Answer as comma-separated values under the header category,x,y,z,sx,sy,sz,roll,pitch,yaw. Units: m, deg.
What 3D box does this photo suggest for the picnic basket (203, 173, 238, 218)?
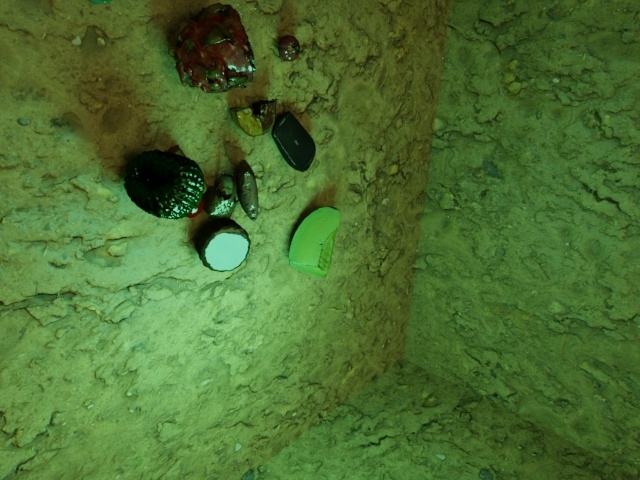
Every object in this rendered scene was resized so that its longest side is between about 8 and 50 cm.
category,x,y,z,sx,sy,sz,roll,pitch,yaw
picnic basket,-0.402,-0.187,1.979,0.137,0.128,0.179,12,106,-54

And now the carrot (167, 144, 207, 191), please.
category,x,y,z,sx,sy,sz,roll,pitch,yaw
carrot,-0.512,-0.264,1.864,0.067,0.067,0.225,-51,137,-23

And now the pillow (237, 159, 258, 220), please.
category,x,y,z,sx,sy,sz,roll,pitch,yaw
pillow,-0.309,-0.213,2.030,0.084,0.236,0.224,-6,110,-15

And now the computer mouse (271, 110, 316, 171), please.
category,x,y,z,sx,sy,sz,roll,pitch,yaw
computer mouse,-0.131,-0.454,2.236,0.168,0.087,0.295,-55,128,-23

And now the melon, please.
category,x,y,z,sx,sy,sz,roll,pitch,yaw
melon,0.000,0.000,2.504,0.331,0.226,0.344,27,71,-41

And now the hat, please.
category,x,y,z,sx,sy,sz,roll,pitch,yaw
hat,-0.518,-0.185,1.748,0.242,0.274,0.332,-57,159,0

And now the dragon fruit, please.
category,x,y,z,sx,sy,sz,roll,pitch,yaw
dragon fruit,-0.397,-0.662,1.683,0.262,0.314,0.296,-20,96,-13

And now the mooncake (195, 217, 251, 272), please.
category,x,y,z,sx,sy,sz,roll,pitch,yaw
mooncake,-0.418,0.015,2.039,0.228,0.124,0.228,-17,126,-25

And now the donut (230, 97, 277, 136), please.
category,x,y,z,sx,sy,sz,roll,pitch,yaw
donut,-0.285,-0.514,2.013,0.217,0.085,0.141,-26,125,-41

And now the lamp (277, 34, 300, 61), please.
category,x,y,z,sx,sy,sz,roll,pitch,yaw
lamp,-0.134,-0.821,2.052,0.107,0.092,0.108,-26,126,-42

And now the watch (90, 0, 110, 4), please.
category,x,y,z,sx,sy,sz,roll,pitch,yaw
watch,-0.653,-0.825,1.441,0.237,0.068,0.195,-37,130,-30
